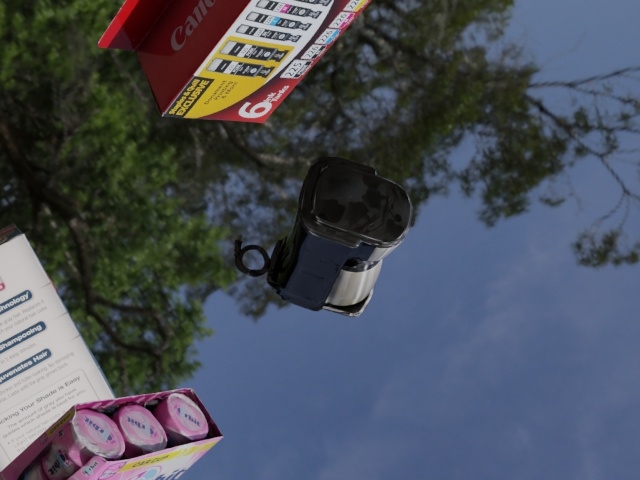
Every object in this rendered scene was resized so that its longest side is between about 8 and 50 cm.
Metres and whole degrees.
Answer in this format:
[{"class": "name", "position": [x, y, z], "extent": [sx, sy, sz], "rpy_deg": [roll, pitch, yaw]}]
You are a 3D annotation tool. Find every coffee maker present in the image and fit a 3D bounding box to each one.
[{"class": "coffee maker", "position": [0.000, 0.000, 1.039], "extent": [0.171, 0.178, 0.120], "rpy_deg": [-4, -118, -14]}]

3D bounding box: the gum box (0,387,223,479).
[{"class": "gum box", "position": [-0.186, 0.194, 0.831], "extent": [0.107, 0.062, 0.188], "rpy_deg": [-43, 160, 17]}]

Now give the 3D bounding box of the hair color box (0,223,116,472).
[{"class": "hair color box", "position": [-0.386, 0.171, 1.210], "extent": [0.174, 0.347, 0.105], "rpy_deg": [-29, -160, -17]}]

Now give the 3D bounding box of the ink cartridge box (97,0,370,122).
[{"class": "ink cartridge box", "position": [-0.121, -0.313, 1.321], "extent": [0.272, 0.130, 0.309], "rpy_deg": [-4, 150, -45]}]
